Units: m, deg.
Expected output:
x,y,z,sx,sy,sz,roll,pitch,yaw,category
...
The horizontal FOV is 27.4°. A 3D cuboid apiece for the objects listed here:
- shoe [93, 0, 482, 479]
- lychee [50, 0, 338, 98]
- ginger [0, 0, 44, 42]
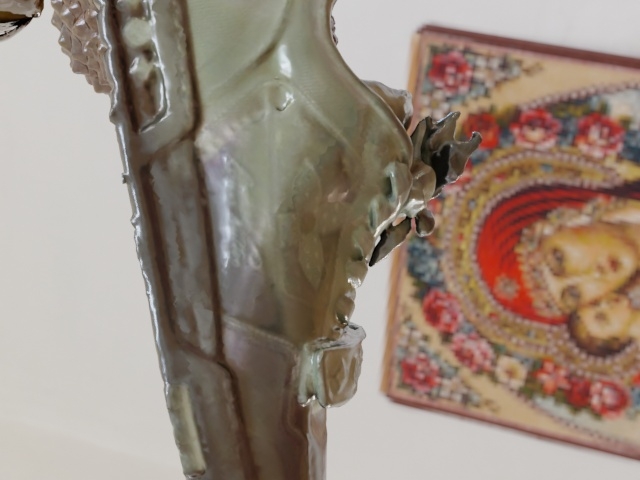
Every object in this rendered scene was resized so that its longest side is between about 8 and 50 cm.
x,y,z,sx,sy,sz,roll,pitch,yaw,category
0.000,0.000,0.547,0.109,0.149,0.293,-125,22,-82,shoe
-0.118,-0.217,1.196,0.267,0.267,0.267,12,-90,-72,lychee
-0.234,-0.165,0.717,0.107,0.133,0.309,57,-165,6,ginger
